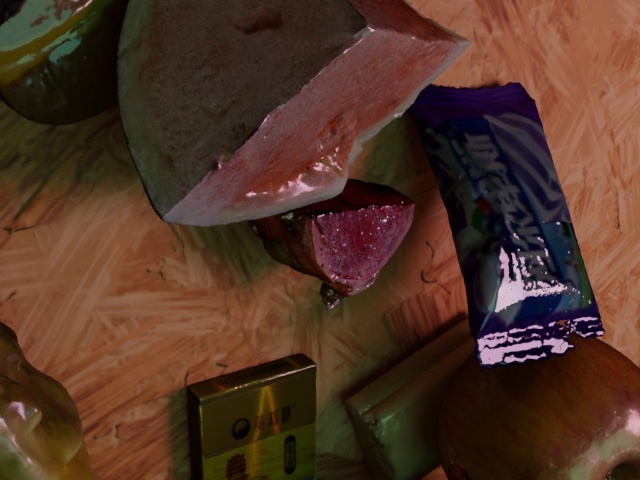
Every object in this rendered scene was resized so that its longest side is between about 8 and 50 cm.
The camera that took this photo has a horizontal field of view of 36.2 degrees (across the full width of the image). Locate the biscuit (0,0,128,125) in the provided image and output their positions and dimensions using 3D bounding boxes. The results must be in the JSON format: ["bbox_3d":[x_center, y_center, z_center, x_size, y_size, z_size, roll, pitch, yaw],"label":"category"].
[{"bbox_3d":[-0.203,-0.207,0.636,0.208,0.041,0.290,-40,127,-15],"label":"biscuit"}]

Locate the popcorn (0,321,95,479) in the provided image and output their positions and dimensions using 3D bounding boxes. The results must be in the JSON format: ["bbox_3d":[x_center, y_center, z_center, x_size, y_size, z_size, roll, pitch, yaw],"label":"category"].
[{"bbox_3d":[-0.283,0.149,0.612,0.293,0.293,0.237,34,95,-39],"label":"popcorn"}]

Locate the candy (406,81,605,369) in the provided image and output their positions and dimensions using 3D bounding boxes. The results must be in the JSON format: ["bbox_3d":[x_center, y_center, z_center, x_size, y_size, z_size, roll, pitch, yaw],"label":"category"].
[{"bbox_3d":[0.160,-0.028,0.868,0.145,0.070,0.275,-9,76,-26],"label":"candy"}]

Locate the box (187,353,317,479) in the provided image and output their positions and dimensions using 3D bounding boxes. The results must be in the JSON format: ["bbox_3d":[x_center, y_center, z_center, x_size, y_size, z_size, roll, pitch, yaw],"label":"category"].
[{"bbox_3d":[-0.061,0.208,0.916,0.121,0.030,0.193,-13,117,-29],"label":"box"}]

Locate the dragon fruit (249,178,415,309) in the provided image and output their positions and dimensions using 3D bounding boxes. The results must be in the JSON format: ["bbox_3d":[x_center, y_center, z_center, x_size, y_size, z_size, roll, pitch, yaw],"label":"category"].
[{"bbox_3d":[0.000,0.000,0.828,0.147,0.102,0.096,-2,117,-36],"label":"dragon fruit"}]

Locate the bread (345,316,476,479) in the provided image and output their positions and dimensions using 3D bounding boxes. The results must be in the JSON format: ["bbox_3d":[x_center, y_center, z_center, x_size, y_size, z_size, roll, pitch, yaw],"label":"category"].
[{"bbox_3d":[0.121,0.168,1.000,0.178,0.060,0.139,-33,125,-18],"label":"bread"}]

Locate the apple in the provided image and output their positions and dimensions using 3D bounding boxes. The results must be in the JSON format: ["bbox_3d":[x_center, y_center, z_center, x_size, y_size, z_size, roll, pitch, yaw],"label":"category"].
[{"bbox_3d":[0.218,0.184,0.916,0.211,0.188,0.211,-11,114,-27],"label":"apple"}]

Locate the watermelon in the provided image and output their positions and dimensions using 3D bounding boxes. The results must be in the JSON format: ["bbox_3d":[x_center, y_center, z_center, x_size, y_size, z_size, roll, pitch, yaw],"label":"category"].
[{"bbox_3d":[-0.014,-0.133,0.715,0.260,0.176,0.255,4,90,-64],"label":"watermelon"}]
